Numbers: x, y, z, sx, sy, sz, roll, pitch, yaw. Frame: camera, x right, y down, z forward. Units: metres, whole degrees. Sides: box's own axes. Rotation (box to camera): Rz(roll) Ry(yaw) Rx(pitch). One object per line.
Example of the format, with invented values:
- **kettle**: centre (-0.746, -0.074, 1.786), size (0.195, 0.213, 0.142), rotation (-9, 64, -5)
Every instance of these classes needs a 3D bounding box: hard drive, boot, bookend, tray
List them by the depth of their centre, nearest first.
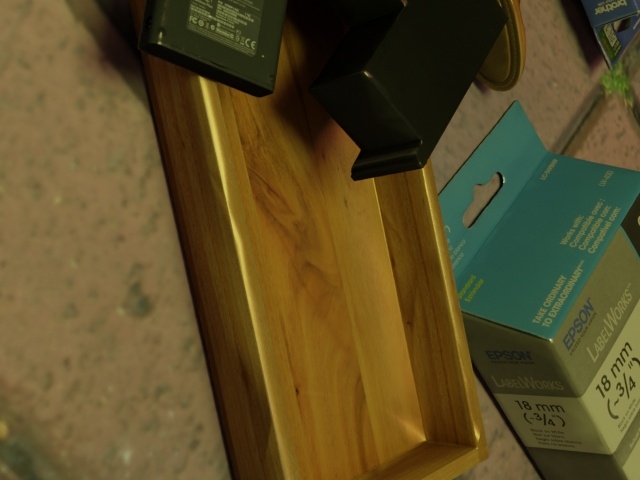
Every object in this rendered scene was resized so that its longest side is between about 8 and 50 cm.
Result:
- **hard drive**: centre (-0.062, -0.172, 0.572), size (0.094, 0.022, 0.135), rotation (16, 76, -37)
- **bookend**: centre (0.035, -0.153, 0.619), size (0.156, 0.072, 0.157), rotation (45, 61, -27)
- **tray**: centre (0.000, 0.000, 0.669), size (0.203, 0.076, 0.411), rotation (-15, 95, -39)
- **boot**: centre (0.185, -0.252, 0.850), size (0.152, 0.073, 0.197), rotation (-28, 106, -42)

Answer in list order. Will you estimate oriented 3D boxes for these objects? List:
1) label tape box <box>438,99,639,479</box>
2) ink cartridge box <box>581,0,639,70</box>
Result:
- **label tape box**: centre (0.250, 0.056, 0.850), size (0.240, 0.106, 0.334), rotation (-49, 116, -33)
- **ink cartridge box**: centre (0.299, -0.360, 0.944), size (0.186, 0.065, 0.311), rotation (-48, 118, -44)
